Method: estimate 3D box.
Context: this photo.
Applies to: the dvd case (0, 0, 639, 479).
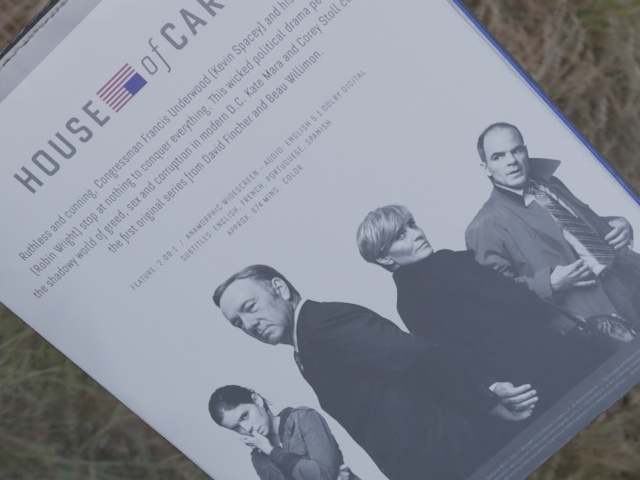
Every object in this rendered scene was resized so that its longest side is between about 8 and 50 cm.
[{"bbox_3d":[0.000,0.000,0.456,0.239,0.179,0.029,44,12,-19],"label":"dvd case"}]
